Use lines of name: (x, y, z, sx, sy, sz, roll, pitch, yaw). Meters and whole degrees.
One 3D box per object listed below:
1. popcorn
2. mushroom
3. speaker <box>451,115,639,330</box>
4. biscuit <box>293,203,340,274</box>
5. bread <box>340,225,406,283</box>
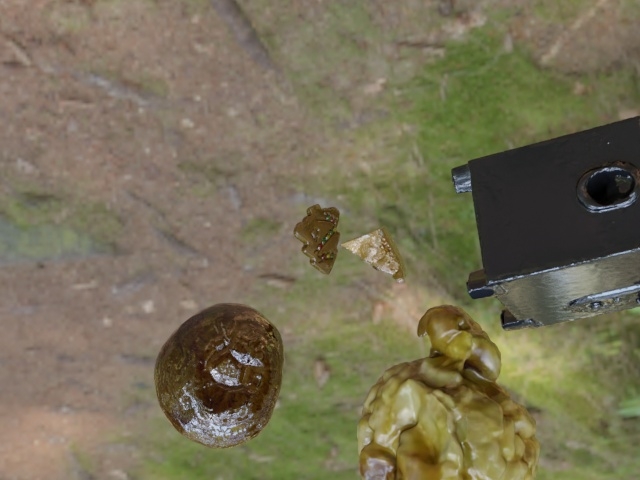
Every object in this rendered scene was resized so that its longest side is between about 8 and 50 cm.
popcorn: (0.173, 0.256, 1.618, 0.225, 0.332, 0.265, 12, 162, -40)
mushroom: (-0.154, 0.204, 1.810, 0.194, 0.231, 0.138, 9, 161, -19)
speaker: (0.321, -0.008, 1.487, 0.254, 0.184, 0.232, -14, 156, 19)
biscuit: (0.000, 0.000, 1.457, 0.016, 0.092, 0.082, 1, -163, 42)
bread: (0.099, 0.033, 2.048, 0.080, 0.109, 0.084, -25, -177, 15)
